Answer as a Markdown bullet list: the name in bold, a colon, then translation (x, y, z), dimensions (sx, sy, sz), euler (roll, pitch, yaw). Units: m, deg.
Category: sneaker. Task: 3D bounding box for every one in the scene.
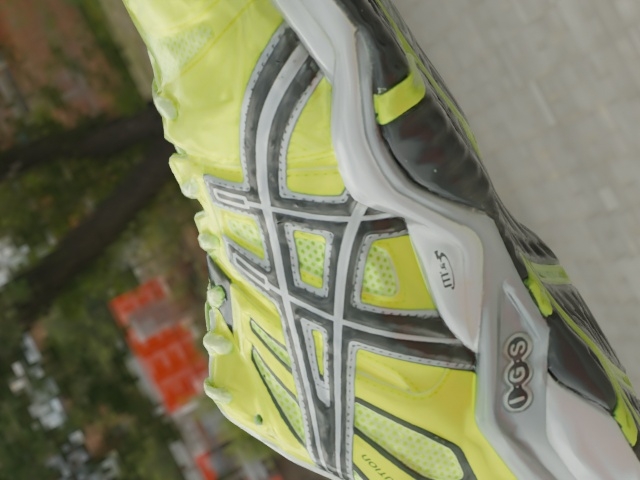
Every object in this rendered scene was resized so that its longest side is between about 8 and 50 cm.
- **sneaker**: translation (0.000, 0.000, 0.704), dimensions (0.385, 0.147, 0.145), euler (57, -169, -15)
